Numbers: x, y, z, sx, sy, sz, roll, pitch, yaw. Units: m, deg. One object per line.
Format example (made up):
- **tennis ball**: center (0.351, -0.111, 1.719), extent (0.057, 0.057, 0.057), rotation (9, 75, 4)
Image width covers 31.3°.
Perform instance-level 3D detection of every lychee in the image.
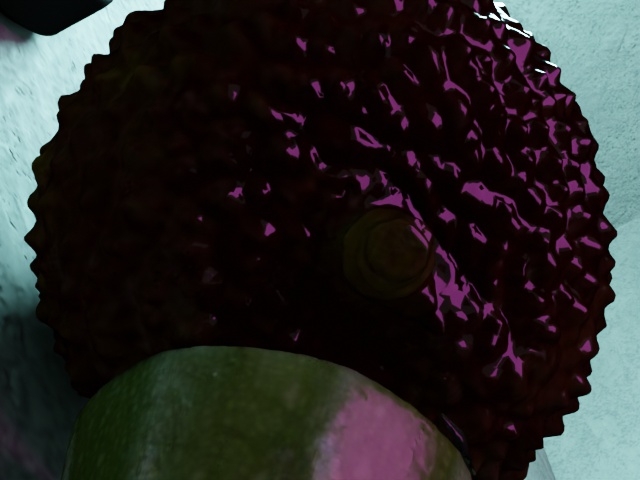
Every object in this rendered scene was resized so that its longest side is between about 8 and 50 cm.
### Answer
- **lychee**: center (0.000, 0.000, 0.543), extent (0.276, 0.275, 0.304), rotation (62, -5, -9)

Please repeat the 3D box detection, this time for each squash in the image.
- **squash**: center (-0.026, 0.128, 0.415), extent (0.170, 0.170, 0.123), rotation (59, 23, -26)

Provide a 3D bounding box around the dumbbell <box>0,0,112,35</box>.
- **dumbbell**: center (-0.109, -0.232, 0.665), extent (0.153, 0.218, 0.152), rotation (61, 11, -20)
